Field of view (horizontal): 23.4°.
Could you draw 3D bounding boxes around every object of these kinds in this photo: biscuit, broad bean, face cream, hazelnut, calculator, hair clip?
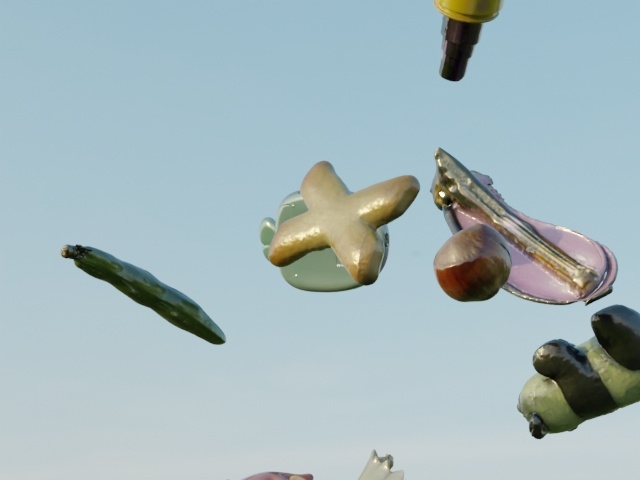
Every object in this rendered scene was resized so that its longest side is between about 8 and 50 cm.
[{"bbox_3d":[0.028,-0.028,2.049,0.208,0.164,0.047,12,-21,49],"label":"biscuit"},{"bbox_3d":[-0.223,0.063,1.957,0.297,0.043,0.060,34,2,-39],"label":"broad bean"},{"bbox_3d":[0.162,-0.292,1.614,0.078,0.078,0.273,3,-56,-9],"label":"face cream"},{"bbox_3d":[0.164,0.028,1.655,0.086,0.086,0.086,0,-17,0],"label":"hazelnut"},{"bbox_3d":[0.000,0.000,2.725,0.299,0.185,0.041,1,5,40],"label":"calculator"},{"bbox_3d":[0.255,-0.009,2.083,0.110,0.359,0.096,-12,-50,-33],"label":"hair clip"}]

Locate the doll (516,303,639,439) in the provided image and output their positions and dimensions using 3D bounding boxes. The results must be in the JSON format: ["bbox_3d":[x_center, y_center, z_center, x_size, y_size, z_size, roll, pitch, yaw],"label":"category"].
[{"bbox_3d":[0.375,0.183,2.154,0.234,0.135,0.143,-29,-12,11],"label":"doll"}]

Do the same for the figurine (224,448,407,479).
[{"bbox_3d":[-0.021,0.298,1.491,0.387,0.207,0.166,2,-14,24],"label":"figurine"}]
